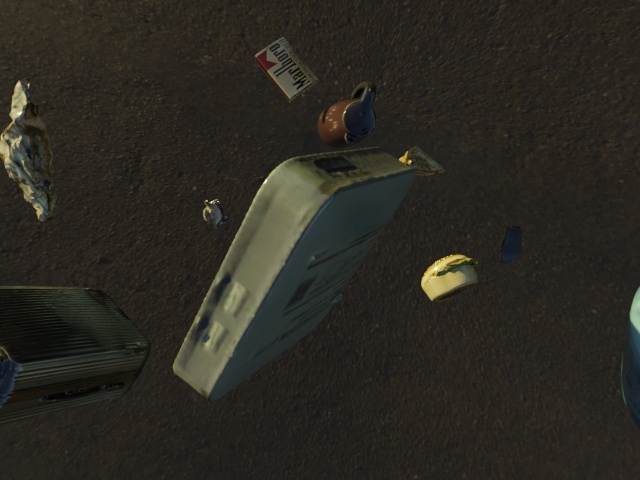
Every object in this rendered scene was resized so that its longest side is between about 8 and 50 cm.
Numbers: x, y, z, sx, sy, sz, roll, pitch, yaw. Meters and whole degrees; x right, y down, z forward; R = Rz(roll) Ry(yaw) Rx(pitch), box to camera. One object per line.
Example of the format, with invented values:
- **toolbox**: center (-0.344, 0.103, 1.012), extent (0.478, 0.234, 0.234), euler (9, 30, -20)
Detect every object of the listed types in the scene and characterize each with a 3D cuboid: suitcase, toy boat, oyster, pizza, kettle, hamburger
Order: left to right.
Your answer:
- **oyster**: center (-0.742, -0.221, 1.340), extent (0.107, 0.201, 0.354), euler (-10, 97, -15)
- **suitcase**: center (-0.437, 0.168, 0.834), extent (0.202, 0.312, 0.128), euler (38, 103, 27)
- **toy boat**: center (-0.317, -0.079, 1.578), extent (0.066, 0.210, 0.084), euler (-26, 97, -13)
- **kettle**: center (0.101, -0.379, 1.617), extent (0.144, 0.232, 0.202), euler (27, 89, -17)
- **pizza**: center (0.338, -0.265, 1.804), extent (0.185, 0.176, 0.036), euler (7, 70, 6)
- **hamburger**: center (0.292, 0.081, 1.194), extent (0.127, 0.141, 0.081), euler (-18, 71, -16)

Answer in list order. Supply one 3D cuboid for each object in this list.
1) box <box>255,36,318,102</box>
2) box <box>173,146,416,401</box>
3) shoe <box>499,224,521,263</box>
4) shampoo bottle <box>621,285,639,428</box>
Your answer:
- **box**: center (-0.104, -0.526, 1.637), extent (0.115, 0.036, 0.177), euler (-37, 85, -12)
- **box**: center (-0.029, 0.039, 0.859), extent (0.111, 0.396, 0.396), euler (38, 115, 16)
- **shoe**: center (0.633, 0.006, 1.757), extent (0.062, 0.053, 0.159), euler (7, 132, 14)
- **shampoo bottle**: center (0.758, 0.230, 0.999), extent (0.331, 0.331, 0.342), euler (-25, 138, 9)
